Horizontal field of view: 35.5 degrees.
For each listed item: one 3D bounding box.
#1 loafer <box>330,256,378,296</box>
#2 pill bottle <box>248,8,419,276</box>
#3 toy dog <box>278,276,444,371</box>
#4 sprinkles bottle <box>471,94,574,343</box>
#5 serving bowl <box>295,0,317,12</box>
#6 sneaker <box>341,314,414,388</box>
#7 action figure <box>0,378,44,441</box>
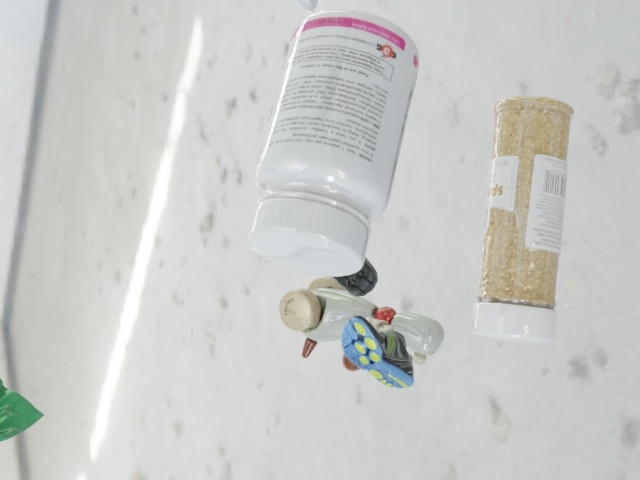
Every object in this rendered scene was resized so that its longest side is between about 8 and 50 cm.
[{"bbox_3d":[0.000,0.000,1.560,0.076,0.223,0.078,-45,1,4],"label":"loafer"},{"bbox_3d":[0.013,-0.112,1.168,0.160,0.160,0.283,-30,43,61],"label":"pill bottle"},{"bbox_3d":[0.065,0.188,1.949,0.334,0.220,0.160,26,114,48],"label":"toy dog"},{"bbox_3d":[0.300,-0.029,1.476,0.121,0.121,0.355,-6,76,65],"label":"sprinkles bottle"},{"bbox_3d":[-0.032,-0.429,1.700,0.083,0.027,0.083,47,173,8],"label":"serving bowl"},{"bbox_3d":[0.094,0.173,1.619,0.067,0.188,0.078,-15,49,32],"label":"sneaker"},{"bbox_3d":[-0.600,0.338,1.705,0.232,0.137,0.063,-50,-12,-51],"label":"action figure"}]
